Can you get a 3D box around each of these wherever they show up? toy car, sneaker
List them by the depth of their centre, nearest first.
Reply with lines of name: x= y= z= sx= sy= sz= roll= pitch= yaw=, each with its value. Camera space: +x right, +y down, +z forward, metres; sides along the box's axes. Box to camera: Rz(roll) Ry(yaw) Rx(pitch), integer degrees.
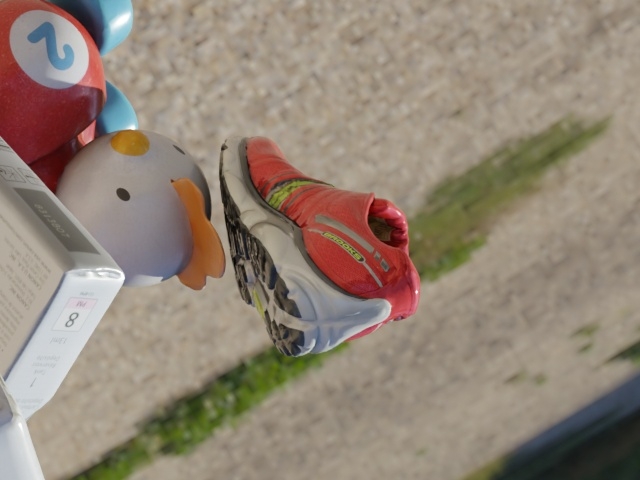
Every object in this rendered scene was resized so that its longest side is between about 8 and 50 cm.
sneaker: x=0.000 y=0.000 z=1.278 sx=0.118 sy=0.107 sz=0.279 roll=-12 pitch=-153 yaw=-10
toy car: x=-0.158 y=-0.052 z=1.310 sx=0.219 sy=0.238 sz=0.210 roll=-44 pitch=149 yaw=-41

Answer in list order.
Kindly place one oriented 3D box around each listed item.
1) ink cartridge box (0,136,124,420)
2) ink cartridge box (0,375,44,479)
ink cartridge box: x=-0.233 y=0.052 z=1.041 sx=0.066 sy=0.189 sz=0.232 roll=4 pitch=124 yaw=-52
ink cartridge box: x=-0.233 y=0.216 z=0.672 sx=0.324 sy=0.071 sz=0.330 roll=-21 pitch=132 yaw=-14
